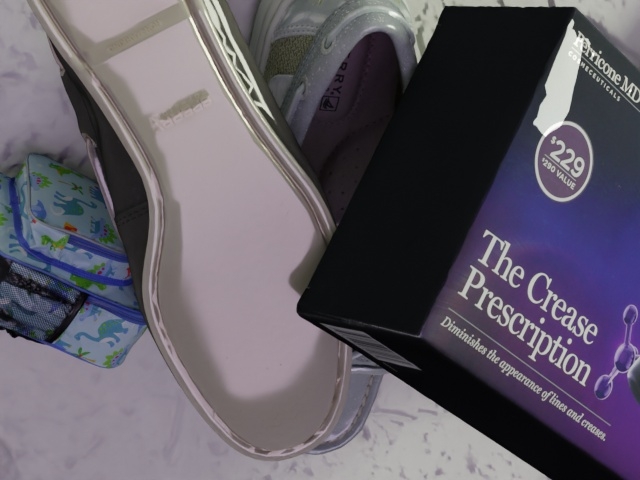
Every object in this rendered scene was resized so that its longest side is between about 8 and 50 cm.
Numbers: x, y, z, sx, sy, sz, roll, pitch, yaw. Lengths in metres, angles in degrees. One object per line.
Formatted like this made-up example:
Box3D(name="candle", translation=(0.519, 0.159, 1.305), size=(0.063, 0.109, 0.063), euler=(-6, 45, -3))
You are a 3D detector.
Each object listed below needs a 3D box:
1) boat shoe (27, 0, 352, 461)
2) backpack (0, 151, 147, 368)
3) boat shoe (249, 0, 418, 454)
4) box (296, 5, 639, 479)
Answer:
Box3D(name="boat shoe", translation=(-0.066, -0.047, 0.831), size=(0.112, 0.095, 0.335), euler=(-21, 108, 2))
Box3D(name="backpack", translation=(-0.142, 0.013, 0.887), size=(0.114, 0.105, 0.084), euler=(31, 110, -29))
Box3D(name="boat shoe", translation=(0.003, -0.001, 0.912), size=(0.118, 0.103, 0.320), euler=(2, 119, -14))
Box3D(name="box", translation=(0.139, 0.021, 0.846), size=(0.261, 0.103, 0.184), euler=(35, 73, -36))
